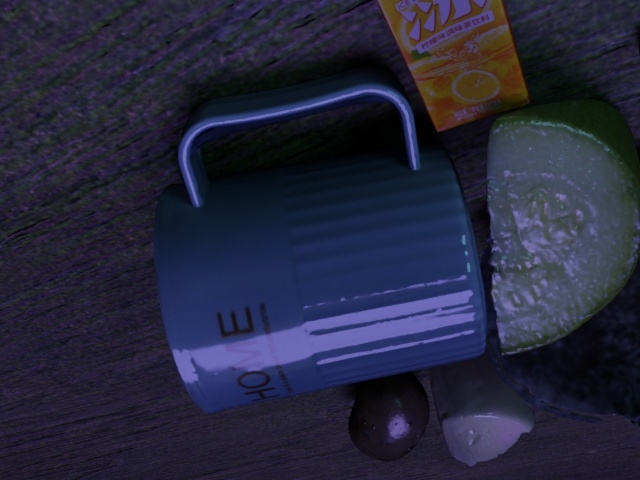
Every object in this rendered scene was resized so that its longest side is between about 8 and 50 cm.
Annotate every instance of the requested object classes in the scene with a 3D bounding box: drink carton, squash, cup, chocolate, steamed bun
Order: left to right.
[{"bbox_3d":[0.002,0.002,0.802,0.311,0.331,0.257,-10,-179,5],"label":"cup"},{"bbox_3d":[0.109,-0.195,0.616,0.096,0.071,0.223,-15,147,18],"label":"drink carton"},{"bbox_3d":[0.269,0.245,1.202,0.171,0.225,0.200,-8,146,4],"label":"steamed bun"},{"bbox_3d":[0.256,-0.030,0.747,0.204,0.155,0.236,-6,109,1],"label":"squash"},{"bbox_3d":[0.368,0.074,0.909,0.303,0.303,0.213,-25,160,28],"label":"chocolate"}]

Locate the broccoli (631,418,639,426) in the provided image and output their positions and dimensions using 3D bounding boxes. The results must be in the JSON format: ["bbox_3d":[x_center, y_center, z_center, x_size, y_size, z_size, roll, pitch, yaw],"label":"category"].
[{"bbox_3d":[0.633,0.211,1.278,0.243,0.262,0.247,-24,-173,-16],"label":"broccoli"}]

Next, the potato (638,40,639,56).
[{"bbox_3d":[0.350,-0.188,0.689,0.092,0.045,0.046,2,178,-6],"label":"potato"}]

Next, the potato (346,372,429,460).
[{"bbox_3d":[0.130,0.342,1.402,0.165,0.164,0.262,-4,155,-1],"label":"potato"}]
